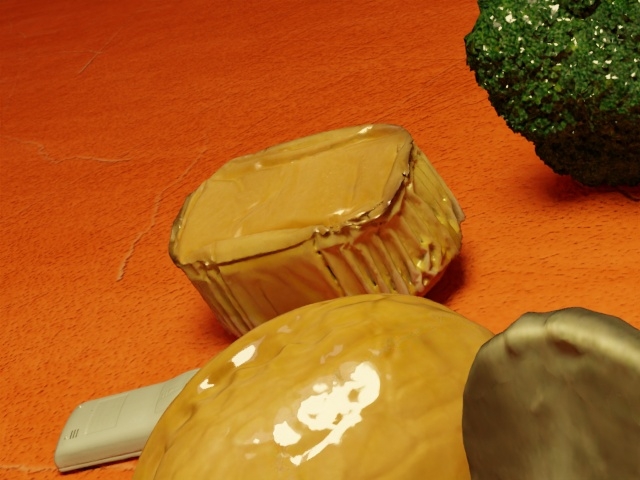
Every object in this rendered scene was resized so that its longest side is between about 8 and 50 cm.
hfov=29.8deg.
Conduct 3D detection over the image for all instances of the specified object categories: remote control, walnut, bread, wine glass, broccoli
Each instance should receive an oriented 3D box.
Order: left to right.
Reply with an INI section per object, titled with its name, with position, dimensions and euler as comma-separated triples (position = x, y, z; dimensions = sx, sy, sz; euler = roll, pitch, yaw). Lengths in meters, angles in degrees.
[wine glass]
position = -0.050, 0.190, 0.306
dimensions = 0.406, 0.267, 0.267
euler = -27, 25, -21
[remote control]
position = -0.094, 0.106, 0.771
dimensions = 0.162, 0.029, 0.061
euler = -15, 23, 13
[bread]
position = 0.000, 0.000, 0.826
dimensions = 0.190, 0.114, 0.132
euler = -16, 33, 30
[walnut]
position = 0.006, 0.111, 0.540
dimensions = 0.206, 0.159, 0.159
euler = -31, 26, -7
[broccoli]
position = 0.246, -0.168, 0.822
dimensions = 0.294, 0.265, 0.245
euler = -43, 9, 5
